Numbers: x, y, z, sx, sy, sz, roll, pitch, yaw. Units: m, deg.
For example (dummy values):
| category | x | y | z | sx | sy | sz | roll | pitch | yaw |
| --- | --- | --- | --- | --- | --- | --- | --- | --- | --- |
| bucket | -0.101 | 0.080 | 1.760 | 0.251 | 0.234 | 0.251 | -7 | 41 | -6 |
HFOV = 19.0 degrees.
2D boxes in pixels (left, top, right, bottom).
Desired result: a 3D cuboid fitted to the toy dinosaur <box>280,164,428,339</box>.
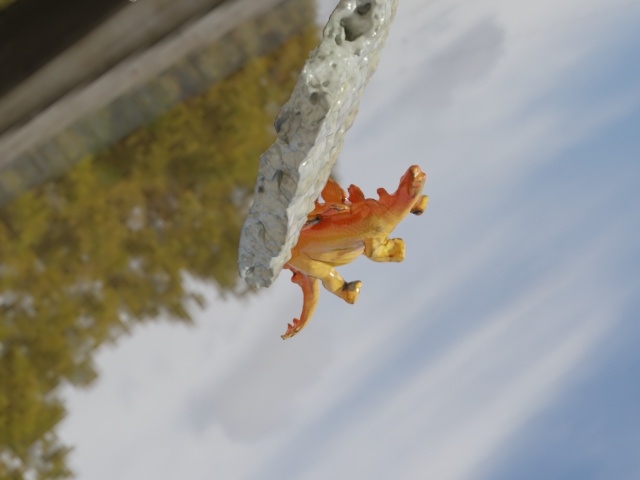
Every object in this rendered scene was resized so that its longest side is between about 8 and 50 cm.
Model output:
| category | x | y | z | sx | sy | sz | roll | pitch | yaw |
| --- | --- | --- | --- | --- | --- | --- | --- | --- | --- |
| toy dinosaur | 0.000 | 0.000 | 1.662 | 0.288 | 0.117 | 0.070 | -43 | -158 | 50 |

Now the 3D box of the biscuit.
| category | x | y | z | sx | sy | sz | roll | pitch | yaw |
| --- | --- | --- | --- | --- | --- | --- | --- | --- | --- |
| biscuit | -0.001 | -0.085 | 1.351 | 0.188 | 0.040 | 0.265 | -35 | 149 | -79 |
